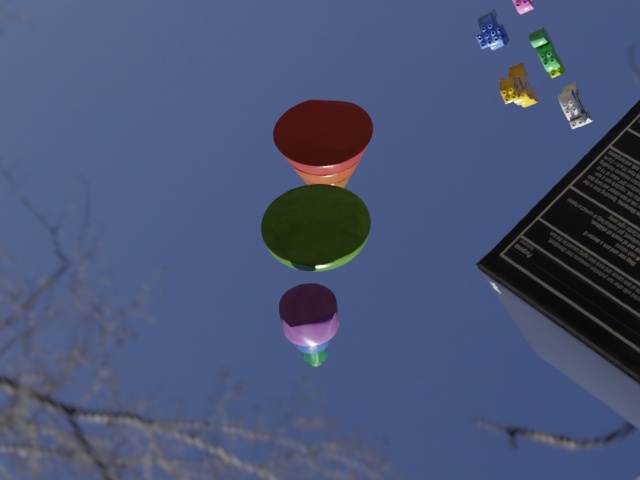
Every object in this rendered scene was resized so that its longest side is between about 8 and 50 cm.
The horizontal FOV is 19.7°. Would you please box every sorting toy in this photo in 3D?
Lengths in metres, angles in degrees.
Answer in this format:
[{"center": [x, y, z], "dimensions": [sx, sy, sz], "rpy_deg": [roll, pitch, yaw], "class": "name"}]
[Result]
[{"center": [0.000, 0.000, 2.179], "dimensions": [0.127, 0.126, 0.365], "rpy_deg": [0, -131, 5], "class": "sorting toy"}]

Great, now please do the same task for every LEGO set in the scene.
[{"center": [0.259, -0.227, 2.355], "dimensions": [0.087, 0.227, 0.093], "rpy_deg": [-23, -169, 22], "class": "LEGO set"}]

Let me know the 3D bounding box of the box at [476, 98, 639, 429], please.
[{"center": [0.366, 0.033, 1.774], "dimensions": [0.294, 0.183, 0.296], "rpy_deg": [-44, -135, -8], "class": "box"}]
